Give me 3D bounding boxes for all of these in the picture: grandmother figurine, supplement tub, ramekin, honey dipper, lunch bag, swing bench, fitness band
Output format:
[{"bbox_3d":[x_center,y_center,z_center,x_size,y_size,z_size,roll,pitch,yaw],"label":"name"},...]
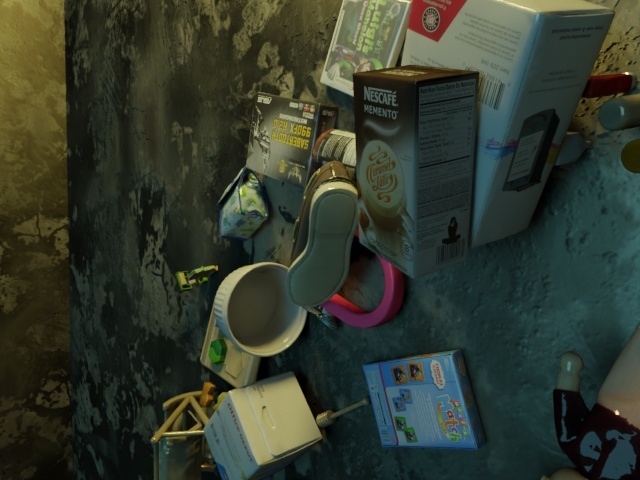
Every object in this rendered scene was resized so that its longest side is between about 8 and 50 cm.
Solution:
[{"bbox_3d":[0.366,0.219,0.572,0.342,0.104,0.208,-55,36,5],"label":"grandmother figurine"},{"bbox_3d":[0.082,-0.143,0.922,0.197,0.106,0.106,24,111,42],"label":"supplement tub"},{"bbox_3d":[-0.142,0.151,1.120,0.109,0.207,0.207,2,95,56],"label":"ramekin"},{"bbox_3d":[0.049,0.364,1.054,0.160,0.030,0.031,-41,65,39],"label":"honey dipper"},{"bbox_3d":[-0.202,-0.096,1.242,0.129,0.096,0.151,-39,51,44],"label":"lunch bag"},{"bbox_3d":[-0.363,0.584,1.345,0.254,0.165,0.253,-144,56,-75],"label":"swing bench"},{"bbox_3d":[0.052,0.055,1.008,0.290,0.054,0.209,29,114,43],"label":"fitness band"}]

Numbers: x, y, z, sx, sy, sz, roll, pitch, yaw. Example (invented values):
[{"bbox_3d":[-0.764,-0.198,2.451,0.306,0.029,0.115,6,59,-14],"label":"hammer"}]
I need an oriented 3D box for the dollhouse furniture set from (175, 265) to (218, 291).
[{"bbox_3d":[-0.366,0.092,1.437,0.151,0.076,0.059,-37,67,43],"label":"dollhouse furniture set"}]

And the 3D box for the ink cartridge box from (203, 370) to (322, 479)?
[{"bbox_3d":[-0.139,0.444,1.140,0.171,0.168,0.233,60,140,25],"label":"ink cartridge box"}]

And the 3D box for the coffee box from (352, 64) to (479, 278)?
[{"bbox_3d":[0.120,-0.096,0.653,0.141,0.098,0.247,36,136,55],"label":"coffee box"}]

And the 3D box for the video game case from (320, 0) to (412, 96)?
[{"bbox_3d":[0.084,-0.378,0.960,0.173,0.022,0.190,37,119,38],"label":"video game case"}]

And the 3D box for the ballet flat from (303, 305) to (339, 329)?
[{"bbox_3d":[0.002,0.153,1.081,0.114,0.041,0.041,29,114,40],"label":"ballet flat"}]

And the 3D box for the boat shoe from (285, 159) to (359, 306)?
[{"bbox_3d":[0.000,0.000,0.940,0.097,0.116,0.324,-97,16,-45],"label":"boat shoe"}]

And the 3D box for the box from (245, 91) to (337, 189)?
[{"bbox_3d":[-0.073,-0.228,1.115,0.231,0.056,0.183,26,111,43],"label":"box"}]

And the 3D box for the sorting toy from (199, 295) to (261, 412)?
[{"bbox_3d":[-0.248,0.311,1.308,0.229,0.041,0.307,12,89,45],"label":"sorting toy"}]

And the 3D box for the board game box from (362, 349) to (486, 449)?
[{"bbox_3d":[0.181,0.293,0.901,0.211,0.039,0.160,-22,77,46],"label":"board game box"}]

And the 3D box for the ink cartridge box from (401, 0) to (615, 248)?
[{"bbox_3d":[0.214,-0.182,0.681,0.226,0.131,0.306,51,147,43],"label":"ink cartridge box"}]

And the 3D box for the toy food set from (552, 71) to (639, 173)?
[{"bbox_3d":[0.362,-0.162,0.656,0.232,0.104,0.111,-148,49,-60],"label":"toy food set"}]
